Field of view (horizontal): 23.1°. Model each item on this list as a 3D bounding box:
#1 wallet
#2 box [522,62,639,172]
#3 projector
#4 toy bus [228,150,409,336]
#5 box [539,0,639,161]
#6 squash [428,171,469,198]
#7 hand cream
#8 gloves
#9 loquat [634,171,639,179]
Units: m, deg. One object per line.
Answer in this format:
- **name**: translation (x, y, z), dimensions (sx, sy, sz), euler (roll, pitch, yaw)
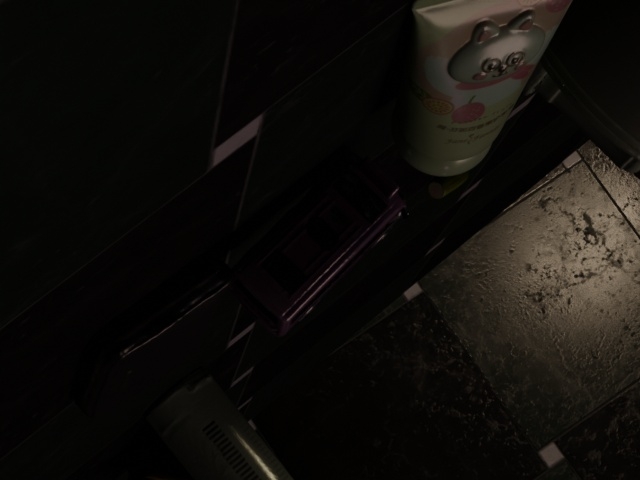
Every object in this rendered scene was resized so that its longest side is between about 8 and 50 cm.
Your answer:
- **wallet**: translation (-0.161, 0.100, 1.475), dimensions (0.149, 0.044, 0.250), euler (-34, 171, -23)
- **box**: translation (0.416, -0.228, 1.891), dimensions (0.312, 0.182, 0.175), euler (-37, 172, -28)
- **projector**: translation (-0.090, 0.328, 2.066), dimensions (0.108, 0.337, 0.108), euler (-39, 176, -3)
- **toy bus**: translation (0.000, 0.000, 1.448), dimensions (0.178, 0.087, 0.098), euler (-45, 176, -14)
- **box**: translation (0.295, -0.186, 1.335), dimensions (0.149, 0.226, 0.226), euler (-44, 172, 29)
- **squash**: translation (0.182, -0.083, 2.187), dimensions (0.083, 0.027, 0.027), euler (-31, 169, -49)
- **hand cream**: translation (0.121, -0.145, 1.272), dimensions (0.147, 0.093, 0.306), euler (-16, 162, -11)
- **gloves**: translation (-0.210, 0.340, 2.320), dimensions (0.154, 0.141, 0.331), euler (-11, 174, -18)
- **loquat**: translation (0.598, -0.208, 2.393), dimensions (0.328, 0.328, 0.328), euler (-39, 173, -6)
